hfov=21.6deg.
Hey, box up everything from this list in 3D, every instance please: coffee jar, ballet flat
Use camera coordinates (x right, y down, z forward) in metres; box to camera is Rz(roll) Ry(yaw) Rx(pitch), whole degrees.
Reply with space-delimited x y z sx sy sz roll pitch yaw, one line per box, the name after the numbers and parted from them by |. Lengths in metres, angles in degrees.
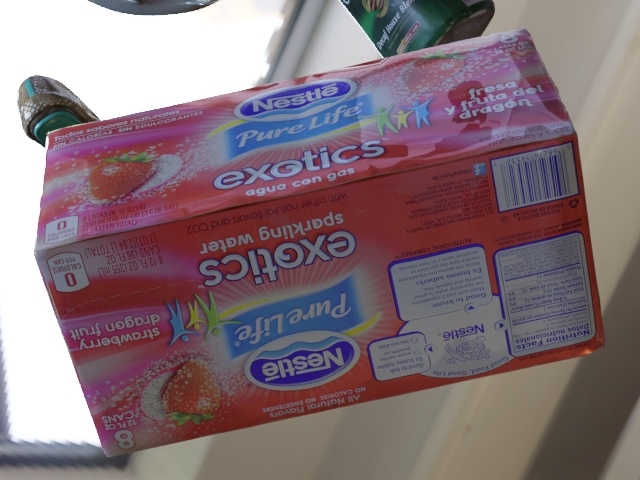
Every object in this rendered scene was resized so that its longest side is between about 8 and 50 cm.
0.052 -0.221 1.371 0.079 0.096 0.184 -25 -112 -41 | coffee jar
-0.227 -0.099 1.588 0.067 0.073 0.206 60 -179 28 | ballet flat

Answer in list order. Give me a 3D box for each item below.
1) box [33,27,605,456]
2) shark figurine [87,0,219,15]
0.000 0.000 0.975 0.300 0.154 0.142 -13 -149 2 | box
-0.188 -0.231 1.293 0.278 0.166 0.116 42 -163 14 | shark figurine
